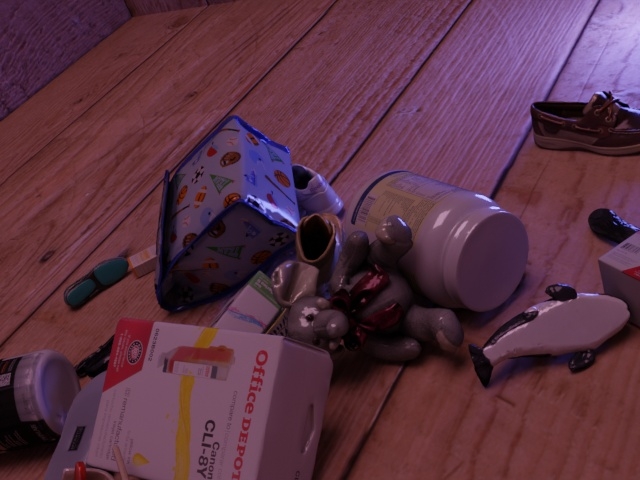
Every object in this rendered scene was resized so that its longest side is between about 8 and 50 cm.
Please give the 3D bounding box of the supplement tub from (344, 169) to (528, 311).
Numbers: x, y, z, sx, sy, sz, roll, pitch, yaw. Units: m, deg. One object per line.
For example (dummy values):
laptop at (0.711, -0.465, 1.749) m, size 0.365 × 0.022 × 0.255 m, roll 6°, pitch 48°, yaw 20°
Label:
supplement tub at (0.229, -0.001, 1.838) m, size 0.235 × 0.235 × 0.325 m, roll -37°, pitch 35°, yaw -22°

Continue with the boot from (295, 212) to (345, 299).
boot at (0.000, 0.000, 1.964) m, size 0.095 × 0.203 × 0.262 m, roll 9°, pitch 52°, yaw 9°

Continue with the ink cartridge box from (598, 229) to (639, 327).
ink cartridge box at (0.608, 0.058, 1.620) m, size 0.176 × 0.127 × 0.128 m, roll -32°, pitch 32°, yaw -15°

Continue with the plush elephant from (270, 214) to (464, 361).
plush elephant at (0.049, 0.137, 1.725) m, size 0.255 × 0.271 × 0.330 m, roll -27°, pitch 4°, yaw -31°

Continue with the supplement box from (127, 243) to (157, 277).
supplement box at (-0.443, 0.050, 2.361) m, size 0.098 × 0.036 × 0.062 m, roll -27°, pitch 32°, yaw -8°

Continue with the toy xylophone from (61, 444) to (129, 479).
toy xylophone at (-0.357, 0.483, 1.502) m, size 0.081 × 0.236 × 0.323 m, roll -2°, pitch 19°, yaw -27°

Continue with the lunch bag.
lunch bag at (-0.257, -0.050, 2.160) m, size 0.385 × 0.239 × 0.327 m, roll -39°, pitch 36°, yaw 28°

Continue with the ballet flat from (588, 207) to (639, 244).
ballet flat at (0.595, -0.019, 1.840) m, size 0.057 × 0.049 × 0.173 m, roll -50°, pitch 27°, yaw 7°

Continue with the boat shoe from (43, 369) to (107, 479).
boat shoe at (-0.434, 0.390, 1.784) m, size 0.113 × 0.105 × 0.306 m, roll -7°, pitch 41°, yaw 16°

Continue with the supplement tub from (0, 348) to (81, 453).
supplement tub at (-0.679, 0.349, 1.909) m, size 0.316 × 0.193 × 0.193 m, roll -14°, pitch 33°, yaw 12°

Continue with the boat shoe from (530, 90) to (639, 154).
boat shoe at (0.645, -0.282, 2.112) m, size 0.342 × 0.123 × 0.123 m, roll 9°, pitch 43°, yaw 40°

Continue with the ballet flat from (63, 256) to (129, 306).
ballet flat at (-0.582, 0.101, 2.350) m, size 0.188 × 0.070 × 0.070 m, roll -33°, pitch 33°, yaw -24°

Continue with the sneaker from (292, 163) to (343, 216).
sneaker at (-0.067, -0.148, 2.319) m, size 0.114 × 0.152 × 0.305 m, roll -46°, pitch 38°, yaw -21°

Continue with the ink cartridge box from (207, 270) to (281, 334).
ink cartridge box at (-0.176, 0.185, 1.882) m, size 0.154 × 0.093 × 0.212 m, roll -43°, pitch 9°, yaw 51°

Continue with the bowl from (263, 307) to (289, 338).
bowl at (-0.061, 0.183, 1.861) m, size 0.170 × 0.080 × 0.170 m, roll -52°, pitch 1°, yaw 2°

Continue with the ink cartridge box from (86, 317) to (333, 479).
ink cartridge box at (-0.198, 0.296, 1.611) m, size 0.385 × 0.160 × 0.279 m, roll 2°, pitch 75°, yaw 33°

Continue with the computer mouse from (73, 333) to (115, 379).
computer mouse at (-0.439, 0.245, 2.002) m, size 0.184 × 0.060 × 0.262 m, roll -42°, pitch 10°, yaw -24°

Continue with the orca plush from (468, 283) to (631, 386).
orca plush at (0.408, 0.177, 1.639) m, size 0.287 × 0.102 × 0.151 m, roll -34°, pitch 77°, yaw -1°
